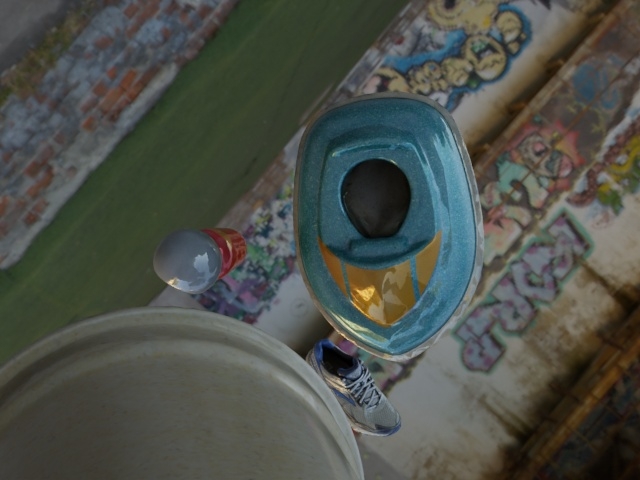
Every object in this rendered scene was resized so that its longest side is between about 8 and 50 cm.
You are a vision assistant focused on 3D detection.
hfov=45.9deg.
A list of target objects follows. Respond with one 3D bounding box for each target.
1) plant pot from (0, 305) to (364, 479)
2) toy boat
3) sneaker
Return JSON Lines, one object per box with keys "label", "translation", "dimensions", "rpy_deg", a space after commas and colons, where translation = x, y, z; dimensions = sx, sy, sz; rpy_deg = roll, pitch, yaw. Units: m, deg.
{"label": "plant pot", "translation": [-0.078, 0.219, 0.423], "dimensions": [0.334, 0.334, 0.305], "rpy_deg": [-51, -166, -10]}
{"label": "toy boat", "translation": [0.000, 0.000, 0.752], "dimensions": [0.318, 0.267, 0.148], "rpy_deg": [-9, -176, 15]}
{"label": "sneaker", "translation": [0.035, 0.162, 0.836], "dimensions": [0.052, 0.135, 0.058], "rpy_deg": [-38, 156, -33]}
